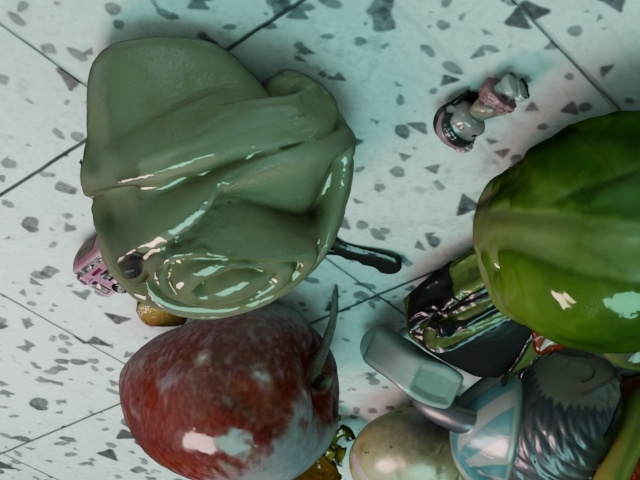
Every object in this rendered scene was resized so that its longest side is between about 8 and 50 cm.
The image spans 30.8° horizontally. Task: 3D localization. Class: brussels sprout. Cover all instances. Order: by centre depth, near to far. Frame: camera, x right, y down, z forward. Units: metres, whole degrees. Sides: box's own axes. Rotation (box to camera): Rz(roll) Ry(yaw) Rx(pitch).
[{"bbox_3d":[0.356,-0.017,1.365,0.371,0.315,0.276,-12,100,29],"label":"brussels sprout"}]

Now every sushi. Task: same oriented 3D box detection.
[{"bbox_3d":[-0.048,0.385,2.086,0.296,0.179,0.167,48,153,-22],"label":"sushi"}]

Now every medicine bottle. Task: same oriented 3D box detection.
[{"bbox_3d":[0.128,0.186,1.762,0.119,0.069,0.183,24,-176,-29],"label":"medicine bottle"}]

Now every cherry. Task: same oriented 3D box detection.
[{"bbox_3d":[-0.128,0.239,1.790,0.326,0.291,0.335,0,169,-43],"label":"cherry"}]

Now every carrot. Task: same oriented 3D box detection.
[{"bbox_3d":[0.520,0.227,1.871,0.142,0.035,0.035,-30,130,33],"label":"carrot"}]

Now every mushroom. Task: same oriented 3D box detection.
[{"bbox_3d":[0.167,0.386,2.013,0.255,0.184,0.255,5,147,3],"label":"mushroom"}]

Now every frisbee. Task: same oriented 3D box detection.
[{"bbox_3d":[0.000,0.000,1.665,0.211,0.012,0.187,-4,142,16],"label":"frisbee"}]

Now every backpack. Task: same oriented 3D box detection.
[{"bbox_3d":[0.254,0.094,1.645,0.207,0.140,0.253,27,133,-26],"label":"backpack"}]

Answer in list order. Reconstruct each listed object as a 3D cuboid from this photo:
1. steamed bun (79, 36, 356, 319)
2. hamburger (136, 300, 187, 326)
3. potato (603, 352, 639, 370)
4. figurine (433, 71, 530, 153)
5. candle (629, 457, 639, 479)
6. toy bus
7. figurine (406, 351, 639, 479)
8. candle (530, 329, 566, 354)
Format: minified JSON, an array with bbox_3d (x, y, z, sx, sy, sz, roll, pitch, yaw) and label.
[{"bbox_3d":[-0.136,-0.044,1.429,0.342,0.255,0.367,6,145,-3],"label":"steamed bun"},{"bbox_3d":[-0.246,0.107,1.822,0.083,0.044,0.076,-5,140,13],"label":"hamburger"},{"bbox_3d":[0.487,0.153,1.736,0.138,0.070,0.091,14,114,4],"label":"potato"},{"bbox_3d":[0.193,-0.156,1.398,0.072,0.054,0.129,19,137,-40],"label":"figurine"},{"bbox_3d":[0.534,0.387,2.069,0.053,0.048,0.162,-41,127,9],"label":"candle"},{"bbox_3d":[-0.277,0.010,1.684,0.090,0.063,0.203,32,134,-26],"label":"toy bus"},{"bbox_3d":[0.321,0.315,1.863,0.378,0.266,0.361,23,132,21],"label":"figurine"},{"bbox_3d":[0.435,0.074,1.555,0.329,0.051,0.048,-21,161,2],"label":"candle"}]
